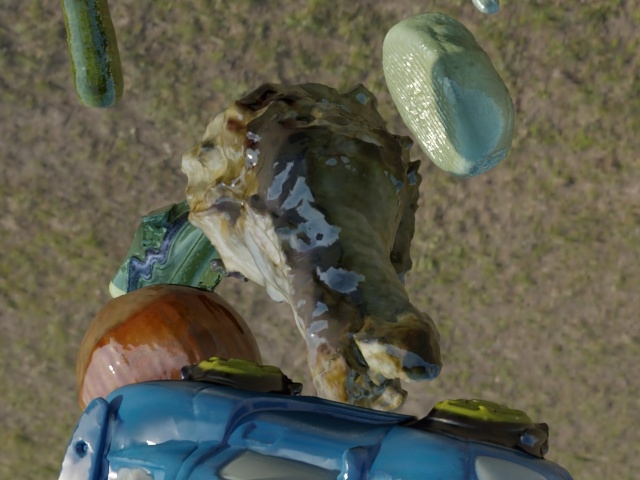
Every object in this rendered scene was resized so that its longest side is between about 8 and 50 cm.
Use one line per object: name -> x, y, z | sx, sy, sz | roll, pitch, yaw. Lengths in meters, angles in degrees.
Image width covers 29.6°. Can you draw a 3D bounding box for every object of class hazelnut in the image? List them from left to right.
hazelnut -> -0.140, 0.139, 1.172 | 0.214, 0.176, 0.214 | 44, 152, 31

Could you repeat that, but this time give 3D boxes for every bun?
bun -> 0.169, -0.182, 1.502 | 0.108, 0.221, 0.221 | -25, 146, -12

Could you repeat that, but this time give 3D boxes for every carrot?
carrot -> -0.339, -0.361, 1.703 | 0.074, 0.074, 0.358 | 1, 112, 23

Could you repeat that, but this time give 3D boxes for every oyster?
oyster -> -0.008, 0.002, 0.934 | 0.198, 0.337, 0.133 | -28, 145, 14

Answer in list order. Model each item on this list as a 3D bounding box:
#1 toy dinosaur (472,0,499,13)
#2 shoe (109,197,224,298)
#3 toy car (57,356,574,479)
toy dinosaur -> 0.159, -0.390, 1.462 | 0.393, 0.092, 0.205 | 17, 133, 34
shoe -> -0.162, 0.005, 1.479 | 0.128, 0.262, 0.140 | 28, -179, -3
toy car -> -0.007, 0.172, 0.643 | 0.314, 0.198, 0.166 | 8, 179, 31
